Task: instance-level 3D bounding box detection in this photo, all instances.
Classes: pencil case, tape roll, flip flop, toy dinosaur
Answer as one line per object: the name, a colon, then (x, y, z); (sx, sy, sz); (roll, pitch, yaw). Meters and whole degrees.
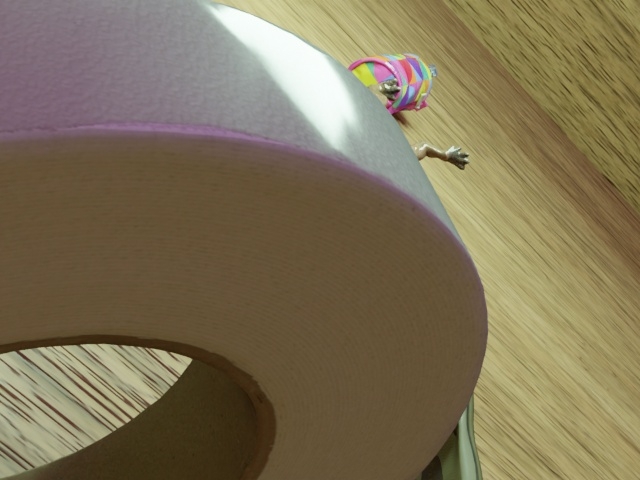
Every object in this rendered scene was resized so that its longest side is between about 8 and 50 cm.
pencil case: (0.111, -0.245, 1.875); (0.104, 0.104, 0.236); (53, 22, 5)
tape roll: (-0.127, 0.074, 0.449); (0.392, 0.392, 0.072); (26, 32, -48)
flip flop: (0.085, 0.168, 1.131); (0.080, 0.112, 0.277); (33, 32, -28)
toy dinosaur: (0.057, -0.136, 1.557); (0.200, 0.127, 0.295); (2, 46, -55)
